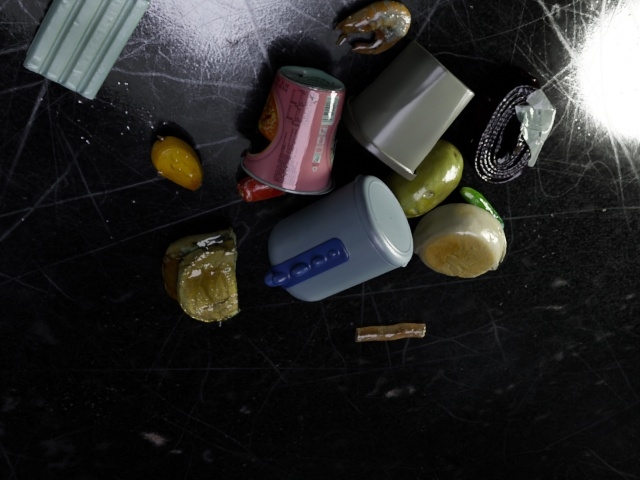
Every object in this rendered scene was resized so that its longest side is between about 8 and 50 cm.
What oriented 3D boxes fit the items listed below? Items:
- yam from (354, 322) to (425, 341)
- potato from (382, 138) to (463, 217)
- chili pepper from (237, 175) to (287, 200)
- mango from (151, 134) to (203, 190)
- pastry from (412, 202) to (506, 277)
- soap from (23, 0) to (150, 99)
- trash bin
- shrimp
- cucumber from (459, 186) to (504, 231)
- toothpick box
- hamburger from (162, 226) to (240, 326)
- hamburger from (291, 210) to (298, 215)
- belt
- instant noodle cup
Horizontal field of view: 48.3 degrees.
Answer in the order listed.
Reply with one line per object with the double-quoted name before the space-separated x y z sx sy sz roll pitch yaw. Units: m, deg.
"yam" 0.228 0.299 2.318 0.241 0.056 0.056 -3 129 -11
"potato" 0.263 -0.154 1.868 0.228 0.197 0.148 -43 110 -16
"chili pepper" -0.154 -0.141 1.857 0.123 0.073 0.070 -13 88 -5
"mango" -0.352 -0.193 1.770 0.101 0.066 0.187 -35 133 6
"pastry" 0.394 0.002 2.033 0.265 0.133 0.264 4 139 4
"soap" -0.493 -0.449 1.508 0.160 0.087 0.265 25 119 -29
"trash bin" 0.211 -0.319 1.705 0.220 0.219 0.250 30 110 -34
"shrimp" 0.121 -0.482 1.649 0.188 0.051 0.132 -14 130 -5
"cucumber" 0.479 -0.078 2.065 0.056 0.056 0.250 -36 127 16
"toothpick box" 0.021 0.016 1.766 0.355 0.263 0.263 -26 131 26
"hamburger" -0.328 0.099 1.970 0.211 0.132 0.308 -4 129 -9
"hamburger" 0.000 0.000 1.989 0.206 0.130 0.183 13 125 0
"belt" 0.483 -0.284 1.826 0.184 0.164 0.289 8 124 -12
"instant noodle cup" -0.049 -0.268 1.694 0.244 0.244 0.255 6 118 -18
